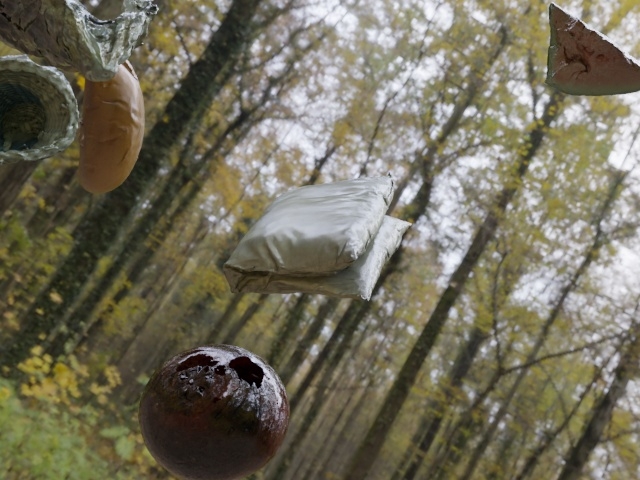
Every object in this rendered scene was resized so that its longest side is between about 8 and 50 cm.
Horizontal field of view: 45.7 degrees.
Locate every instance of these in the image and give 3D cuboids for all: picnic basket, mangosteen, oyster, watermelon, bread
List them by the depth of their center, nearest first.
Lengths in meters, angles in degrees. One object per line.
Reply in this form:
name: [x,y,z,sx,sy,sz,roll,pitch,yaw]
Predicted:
picnic basket: [-0.179,-0.072,0.422,0.083,0.065,0.083,-5,1,2]
mangosteen: [-0.088,0.157,0.661,0.140,0.140,0.140,29,-16,9]
oyster: [-0.217,-0.192,0.679,0.252,0.087,0.199,16,11,23]
bread: [-0.251,-0.139,0.913,0.078,0.189,0.114,12,32,-11]
watermelon: [0.359,-0.234,0.998,0.155,0.101,0.080,22,16,-7]

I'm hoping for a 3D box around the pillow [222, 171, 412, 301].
pillow: [0.000,0.000,0.686,0.134,0.181,0.077,0,-67,17]
